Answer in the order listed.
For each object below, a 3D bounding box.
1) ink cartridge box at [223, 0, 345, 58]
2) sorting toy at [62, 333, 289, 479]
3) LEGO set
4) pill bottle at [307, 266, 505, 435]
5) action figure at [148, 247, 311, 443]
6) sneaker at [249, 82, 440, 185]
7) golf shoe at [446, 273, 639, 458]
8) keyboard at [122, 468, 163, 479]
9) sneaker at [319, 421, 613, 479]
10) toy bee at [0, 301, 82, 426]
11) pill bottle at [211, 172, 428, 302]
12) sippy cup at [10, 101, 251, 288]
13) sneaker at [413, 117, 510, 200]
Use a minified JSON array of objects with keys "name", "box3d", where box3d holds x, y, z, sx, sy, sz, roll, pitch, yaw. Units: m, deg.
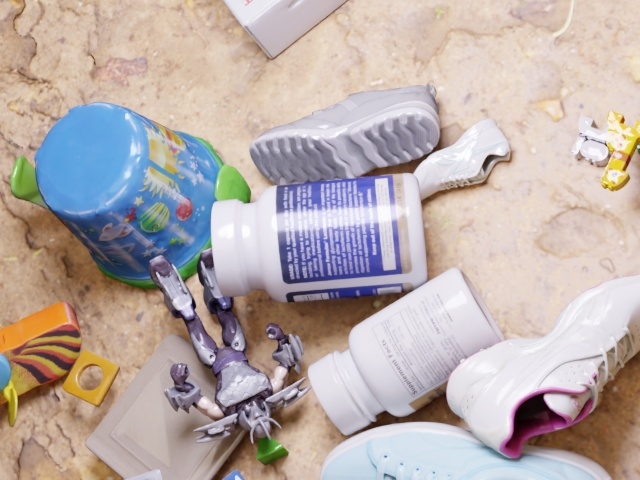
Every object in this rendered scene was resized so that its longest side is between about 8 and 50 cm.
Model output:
[{"name":"ink cartridge box","box3d":[-0.079,-0.429,2.096,0.197,0.114,0.273,-37,62,5]},{"name":"sorting toy","box3d":[-0.191,0.247,1.946,0.347,0.047,0.196,35,80,25]},{"name":"LEGO set","box3d":[0.400,-0.090,1.801,0.227,0.087,0.093,23,81,28]},{"name":"pill bottle","box3d":[0.107,0.144,1.811,0.229,0.131,0.131,-31,63,9]},{"name":"action figure","box3d":[-0.128,0.145,1.900,0.185,0.099,0.285,-19,59,-18]},{"name":"sneaker","box3d":[0.039,-0.142,1.978,0.281,0.105,0.115,-9,35,23]},{"name":"golf shoe","box3d":[0.304,0.152,1.711,0.306,0.115,0.140,-31,38,0]},{"name":"keyboard","box3d":[-0.204,0.427,1.871,0.072,0.014,0.256,-23,77,31]},{"name":"sneaker","box3d":[0.155,0.296,1.710,0.366,0.150,0.135,-2,97,22]},{"name":"toy bee","box3d":[-0.472,0.189,2.041,0.298,0.162,0.195,-3,39,8]},{"name":"pill bottle","box3d":[0.000,0.000,1.860,0.264,0.153,0.153,-5,69,3]},{"name":"sippy cup","box3d":[-0.266,-0.075,1.988,0.305,0.224,0.240,-30,64,9]},{"name":"sneaker","box3d":[0.181,-0.095,1.910,0.152,0.053,0.061,-37,65,6]}]
